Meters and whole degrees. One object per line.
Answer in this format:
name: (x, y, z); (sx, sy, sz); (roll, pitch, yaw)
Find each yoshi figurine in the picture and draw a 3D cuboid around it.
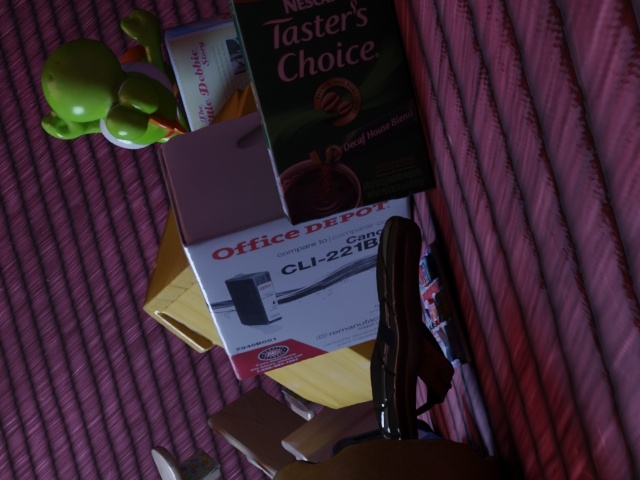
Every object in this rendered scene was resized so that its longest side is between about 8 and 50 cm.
yoshi figurine: (-0.301, -0.221, 1.389); (0.362, 0.202, 0.204); (-134, 35, -77)

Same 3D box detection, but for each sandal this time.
sandal: (0.077, 0.086, 0.777); (0.090, 0.060, 0.220); (-127, 36, -73)

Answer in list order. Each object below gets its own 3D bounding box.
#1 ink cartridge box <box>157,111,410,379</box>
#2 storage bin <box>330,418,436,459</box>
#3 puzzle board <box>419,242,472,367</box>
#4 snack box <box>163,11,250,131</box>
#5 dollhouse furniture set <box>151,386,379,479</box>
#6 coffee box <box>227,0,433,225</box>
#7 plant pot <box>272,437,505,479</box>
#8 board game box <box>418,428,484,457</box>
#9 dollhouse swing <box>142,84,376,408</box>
ink cartridge box: (-0.021, 0.003, 0.915); (0.273, 0.196, 0.114); (79, 173, -57)
storage bin: (0.090, 0.301, 1.068); (0.084, 0.122, 0.180); (-134, 29, -83)
puzzle board: (0.098, 0.059, 0.811); (0.128, 0.011, 0.097); (92, 163, -80)
snack box: (-0.101, -0.181, 1.460); (0.060, 0.187, 0.322); (-112, 8, -62)
dollhouse furniture set: (-0.047, 0.326, 1.626); (0.394, 0.362, 0.257); (24, 137, 48)
coffee box: (0.006, -0.112, 0.700); (0.040, 0.113, 0.184); (-117, 13, -78)
plant pot: (0.058, 0.289, 0.700); (0.276, 0.275, 0.254); (81, -176, -62)
board game box: (0.116, 0.218, 0.853); (0.090, 0.020, 0.090); (11, 119, 56)
dollhouse swing: (-0.040, 0.025, 1.301); (0.347, 0.304, 0.315); (144, 142, -64)
